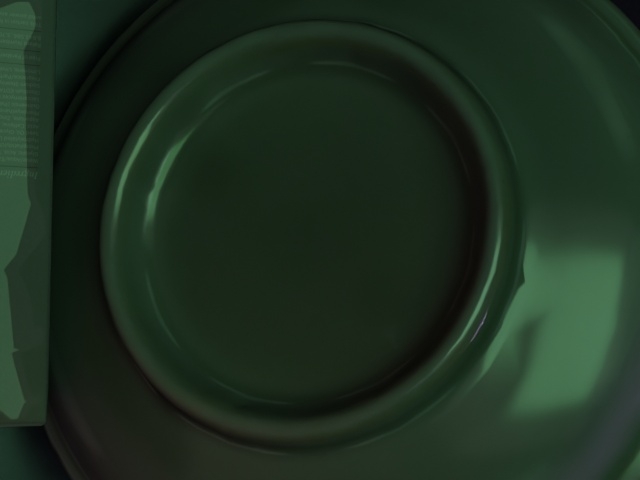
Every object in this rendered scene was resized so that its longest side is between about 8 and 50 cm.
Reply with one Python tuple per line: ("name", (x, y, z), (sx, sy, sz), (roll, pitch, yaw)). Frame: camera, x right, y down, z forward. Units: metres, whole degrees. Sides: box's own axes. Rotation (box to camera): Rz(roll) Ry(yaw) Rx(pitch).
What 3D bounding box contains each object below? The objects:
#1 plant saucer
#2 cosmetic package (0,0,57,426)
("plant saucer", (0.000, 0.000, 0.625), (0.100, 0.400, 0.400), (36, 68, -68))
("cosmetic package", (-0.203, -0.022, 0.645), (0.107, 0.127, 0.238), (5, 86, -26))
